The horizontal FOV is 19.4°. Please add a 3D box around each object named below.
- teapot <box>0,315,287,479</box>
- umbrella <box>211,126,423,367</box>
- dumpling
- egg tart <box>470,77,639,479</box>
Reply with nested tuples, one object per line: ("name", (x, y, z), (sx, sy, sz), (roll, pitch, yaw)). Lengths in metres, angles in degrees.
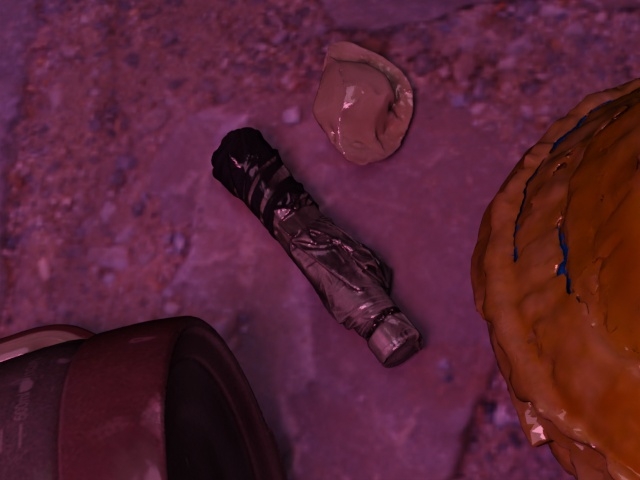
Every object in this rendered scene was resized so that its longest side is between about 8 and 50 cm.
("teapot", (-0.186, 0.159, 1.053), (0.312, 0.233, 0.315), (-12, 34, 11))
("umbrella", (0.000, 0.000, 1.162), (0.050, 0.046, 0.188), (-36, 63, -10))
("dumpling", (0.027, -0.088, 1.204), (0.052, 0.057, 0.076), (-58, 34, 23))
("egg tart", (0.271, 0.012, 1.003), (0.388, 0.169, 0.388), (-1, 50, 2))
